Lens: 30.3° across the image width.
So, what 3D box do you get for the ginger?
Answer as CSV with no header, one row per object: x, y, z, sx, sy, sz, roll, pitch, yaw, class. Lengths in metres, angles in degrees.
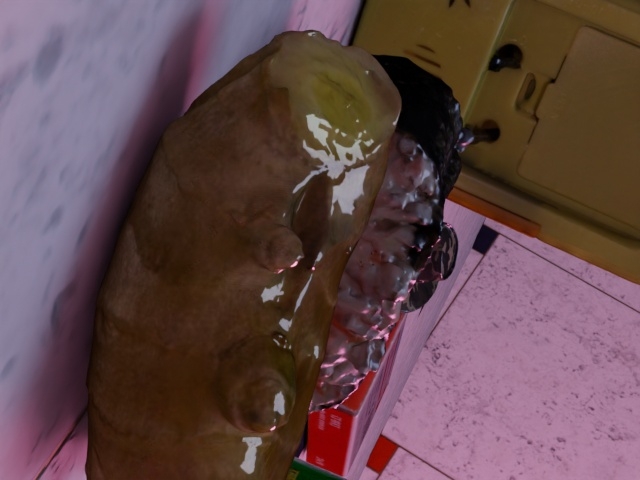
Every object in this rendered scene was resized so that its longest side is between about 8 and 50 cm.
-0.036,0.037,0.380,0.115,0.081,0.206,-62,173,-58,ginger

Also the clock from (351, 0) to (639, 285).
0.120,-0.079,0.593,0.096,0.202,0.143,-52,164,-55,clock

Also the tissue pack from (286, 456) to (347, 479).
-0.029,0.251,0.754,0.209,0.156,0.148,-31,142,-72,tissue pack

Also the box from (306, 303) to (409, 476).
0.032,0.143,1.151,0.229,0.050,0.123,93,21,-65,box

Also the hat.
0.094,0.006,1.060,0.121,0.050,0.121,-10,101,-60,hat

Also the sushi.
0.000,0.000,0.477,0.078,0.090,0.150,-68,-178,-53,sushi
